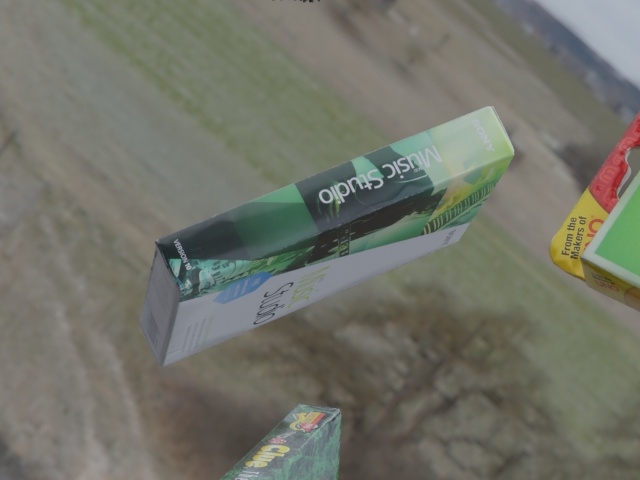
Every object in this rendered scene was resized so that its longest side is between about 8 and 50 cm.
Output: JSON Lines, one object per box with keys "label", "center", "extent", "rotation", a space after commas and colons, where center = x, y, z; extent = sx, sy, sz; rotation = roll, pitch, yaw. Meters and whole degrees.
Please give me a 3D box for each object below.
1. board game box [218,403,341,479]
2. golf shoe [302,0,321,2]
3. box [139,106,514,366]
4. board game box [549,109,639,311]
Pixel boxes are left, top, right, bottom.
{"label": "board game box", "center": [-0.038, 0.177, 0.903], "extent": [0.030, 0.136, 0.260], "rotation": [3, 12, 16]}
{"label": "golf shoe", "center": [0.028, -0.264, 1.646], "extent": [0.077, 0.198, 0.094], "rotation": [-102, -179, -64]}
{"label": "box", "center": [0.000, 0.000, 1.681], "extent": [0.058, 0.322, 0.232], "rotation": [62, -16, 13]}
{"label": "board game box", "center": [0.226, 0.010, 0.747], "extent": [0.259, 0.124, 0.039], "rotation": [28, -17, 29]}
